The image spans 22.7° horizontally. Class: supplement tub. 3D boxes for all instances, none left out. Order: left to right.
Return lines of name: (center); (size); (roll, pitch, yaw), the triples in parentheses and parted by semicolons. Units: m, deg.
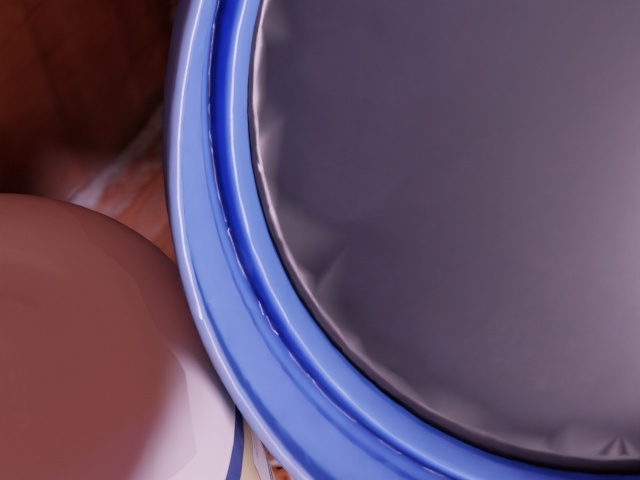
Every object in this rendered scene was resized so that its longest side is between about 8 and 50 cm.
supplement tub: (-0.118, 0.157, 0.682); (0.228, 0.228, 0.316); (-30, 140, -11)

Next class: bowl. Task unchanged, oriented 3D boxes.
bowl: (0.139, -0.045, 0.568); (0.391, 0.077, 0.391); (-2, 112, -6)

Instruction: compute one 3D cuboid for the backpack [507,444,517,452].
backpack: (0.111, 0.089, 0.780); (0.253, 0.191, 0.225); (-44, 148, -26)
